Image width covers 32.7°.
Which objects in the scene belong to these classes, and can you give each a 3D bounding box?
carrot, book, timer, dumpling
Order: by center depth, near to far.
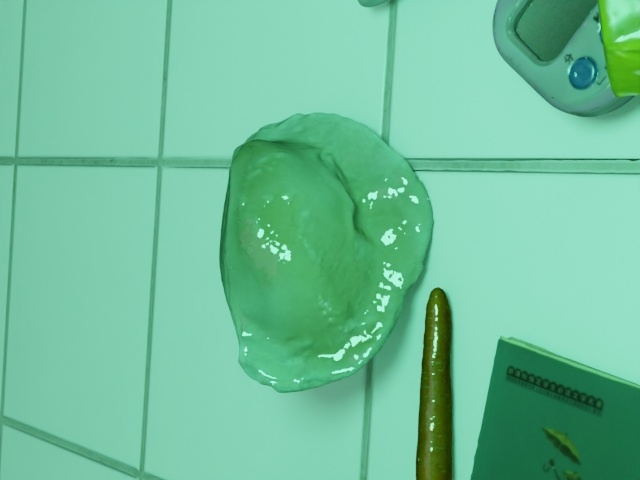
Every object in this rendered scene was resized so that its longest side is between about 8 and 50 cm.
[{"bbox_3d":[0.277,-0.237,1.083,0.208,0.069,0.190,-55,51,25],"label":"timer"},{"bbox_3d":[0.253,0.312,1.117,0.264,0.031,0.379,16,100,46],"label":"book"},{"bbox_3d":[0.133,0.177,1.252,0.043,0.043,0.247,-2,84,48],"label":"carrot"},{"bbox_3d":[-0.028,0.007,1.316,0.270,0.212,0.320,0,99,45],"label":"dumpling"}]

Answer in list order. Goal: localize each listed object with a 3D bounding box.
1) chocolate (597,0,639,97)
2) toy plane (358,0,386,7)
[{"bbox_3d":[0.355,-0.292,0.893,0.289,0.137,0.300,-8,83,27],"label":"chocolate"},{"bbox_3d":[0.110,-0.364,1.257,0.255,0.101,0.251,-46,68,37],"label":"toy plane"}]
